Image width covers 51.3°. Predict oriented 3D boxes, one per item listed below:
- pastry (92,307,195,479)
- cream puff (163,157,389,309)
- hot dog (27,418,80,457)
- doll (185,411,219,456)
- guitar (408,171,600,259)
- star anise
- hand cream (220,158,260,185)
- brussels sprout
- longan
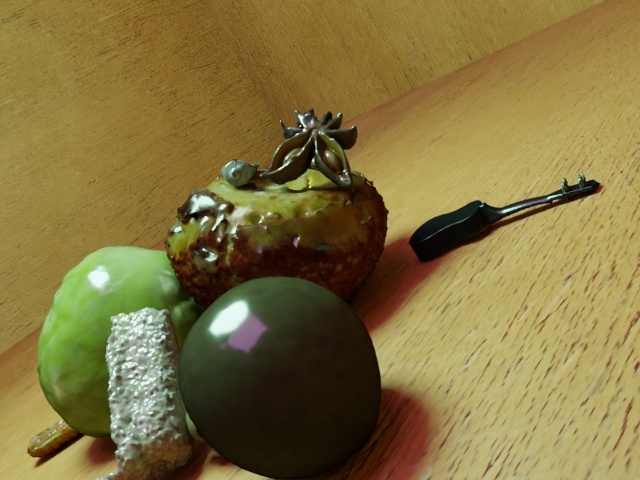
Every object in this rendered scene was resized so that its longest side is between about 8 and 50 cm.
[{"bbox_3d":[-0.210,0.196,0.810,0.112,0.103,0.265,-9,52,4],"label":"pastry"},{"bbox_3d":[-0.062,0.012,0.999,0.350,0.229,0.350,-1,17,0],"label":"cream puff"},{"bbox_3d":[-0.430,0.322,1.137,0.144,0.038,0.062,-32,10,-9],"label":"hot dog"},{"bbox_3d":[-0.118,0.197,0.791,0.088,0.102,0.179,5,-1,-22],"label":"doll"},{"bbox_3d":[0.244,-0.040,0.919,0.271,0.038,0.084,-23,17,34],"label":"guitar"},{"bbox_3d":[-0.020,-0.116,1.000,0.148,0.219,0.227,-32,-20,-4],"label":"star anise"},{"bbox_3d":[-0.118,-0.103,0.972,0.057,0.037,0.165,-6,10,-2],"label":"hand cream"},{"bbox_3d":[-0.304,0.144,1.046,0.274,0.242,0.317,-50,27,29],"label":"brussels sprout"},{"bbox_3d":[-0.036,0.126,0.643,0.198,0.198,0.212,-27,13,19],"label":"longan"}]
